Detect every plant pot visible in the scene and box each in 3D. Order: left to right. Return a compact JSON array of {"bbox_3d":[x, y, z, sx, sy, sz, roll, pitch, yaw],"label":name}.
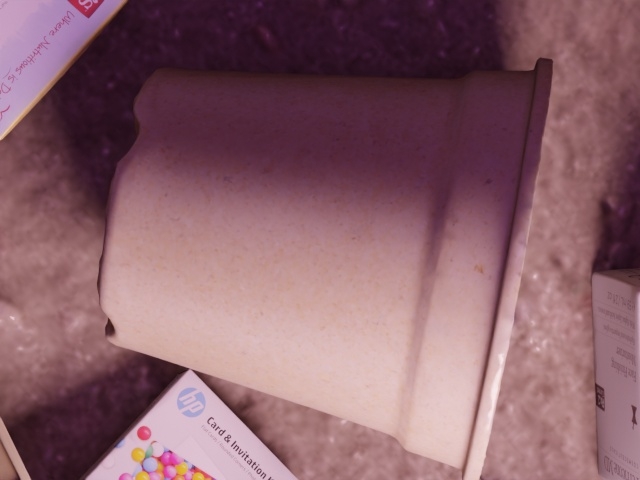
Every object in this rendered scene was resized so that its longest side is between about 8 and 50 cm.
[{"bbox_3d":[0.000,0.000,1.411,0.305,0.334,0.334,10,94,4],"label":"plant pot"}]

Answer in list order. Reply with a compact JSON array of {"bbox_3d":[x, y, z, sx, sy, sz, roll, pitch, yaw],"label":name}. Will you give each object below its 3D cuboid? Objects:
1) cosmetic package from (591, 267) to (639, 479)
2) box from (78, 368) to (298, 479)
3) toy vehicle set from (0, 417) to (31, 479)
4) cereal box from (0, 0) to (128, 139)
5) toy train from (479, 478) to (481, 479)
[{"bbox_3d":[0.318,0.118,1.517,0.151,0.151,0.184,-3,94,-6],"label":"cosmetic package"},{"bbox_3d":[-0.124,0.222,1.505,0.145,0.038,0.186,47,66,-7],"label":"box"},{"bbox_3d":[-0.358,0.119,1.441,0.166,0.035,0.267,-25,77,-17],"label":"toy vehicle set"},{"bbox_3d":[-0.276,-0.214,1.375,0.240,0.047,0.173,43,88,-9],"label":"cereal box"},{"bbox_3d":[0.198,0.303,1.523,0.105,0.143,0.248,-37,98,-2],"label":"toy train"}]
